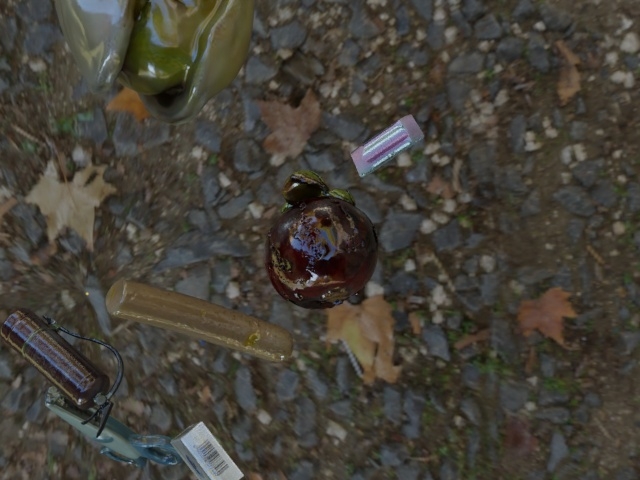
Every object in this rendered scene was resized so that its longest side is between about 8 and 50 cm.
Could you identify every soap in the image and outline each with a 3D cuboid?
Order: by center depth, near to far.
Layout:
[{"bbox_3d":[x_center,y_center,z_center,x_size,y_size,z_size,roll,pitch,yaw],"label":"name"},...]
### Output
[{"bbox_3d":[0.125,-0.181,1.856,0.149,0.100,0.056,-32,88,31],"label":"soap"}]

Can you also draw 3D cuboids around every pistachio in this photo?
[{"bbox_3d":[-0.138,-0.216,0.768,0.166,0.197,0.288,19,47,-20],"label":"pistachio"}]

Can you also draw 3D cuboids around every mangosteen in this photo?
[{"bbox_3d":[0.000,0.000,1.298,0.166,0.166,0.180,2,64,-14],"label":"mangosteen"}]

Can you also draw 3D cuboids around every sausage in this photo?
[{"bbox_3d":[-0.173,0.123,1.447,0.301,0.065,0.066,22,82,-29],"label":"sausage"}]

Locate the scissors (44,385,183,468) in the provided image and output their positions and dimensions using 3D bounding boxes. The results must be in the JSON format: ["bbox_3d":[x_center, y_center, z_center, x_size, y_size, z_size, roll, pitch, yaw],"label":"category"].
[{"bbox_3d":[-0.321,0.287,1.450,0.138,0.289,0.041,-10,56,23],"label":"scissors"}]

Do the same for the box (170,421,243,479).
[{"bbox_3d":[-0.091,0.172,0.760,0.024,0.083,0.054,-40,89,-20],"label":"box"}]

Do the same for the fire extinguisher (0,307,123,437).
[{"bbox_3d":[-0.258,0.125,0.990,0.157,0.045,0.078,35,80,22],"label":"fire extinguisher"}]
